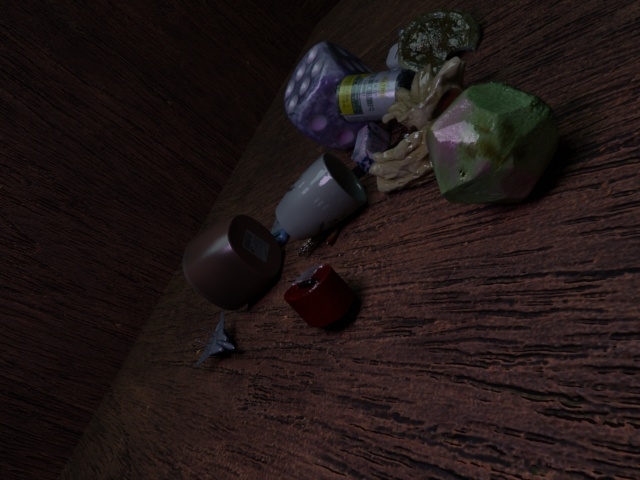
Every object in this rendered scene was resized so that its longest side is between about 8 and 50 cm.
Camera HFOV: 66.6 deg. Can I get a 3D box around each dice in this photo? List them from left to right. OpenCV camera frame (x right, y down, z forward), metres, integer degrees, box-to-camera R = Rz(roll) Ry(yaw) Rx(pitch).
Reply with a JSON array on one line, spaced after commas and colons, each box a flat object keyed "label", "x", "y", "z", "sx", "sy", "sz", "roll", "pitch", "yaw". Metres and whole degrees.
[{"label": "dice", "x": 0.047, "y": -0.501, "z": 1.704, "sx": 0.270, "sy": 0.272, "sz": 0.270, "roll": -49, "pitch": 35, "yaw": 30}]

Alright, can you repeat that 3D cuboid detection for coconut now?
[{"label": "coconut", "x": 0.303, "y": -0.169, "z": 0.902, "sx": 0.235, "sy": 0.236, "sz": 0.204, "roll": -56, "pitch": 10, "yaw": 0}]

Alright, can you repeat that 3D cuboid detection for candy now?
[{"label": "candy", "x": 0.155, "y": -0.285, "z": 1.494, "sx": 0.073, "sy": 0.092, "sz": 0.160, "roll": -36, "pitch": 29, "yaw": 42}]

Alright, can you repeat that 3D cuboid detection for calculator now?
[{"label": "calculator", "x": -0.143, "y": -0.051, "z": 1.838, "sx": 0.121, "sy": 0.039, "sz": 0.210, "roll": -29, "pitch": 35, "yaw": 50}]

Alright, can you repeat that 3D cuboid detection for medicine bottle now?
[{"label": "medicine bottle", "x": 0.196, "y": -0.424, "z": 1.430, "sx": 0.294, "sy": 0.141, "sz": 0.141, "roll": 6, "pitch": 61, "yaw": 33}]

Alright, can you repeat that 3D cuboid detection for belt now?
[{"label": "belt", "x": 0.001, "y": 0.143, "z": 1.195, "sx": 0.128, "sy": 0.124, "sz": 0.201, "roll": -46, "pitch": 13, "yaw": -21}]

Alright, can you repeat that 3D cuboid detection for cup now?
[{"label": "cup", "x": 0.006, "y": -0.125, "z": 1.476, "sx": 0.234, "sy": 0.186, "sz": 0.258, "roll": -39, "pitch": -3, "yaw": 26}]

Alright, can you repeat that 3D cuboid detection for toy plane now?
[{"label": "toy plane", "x": -0.323, "y": 0.346, "z": 1.621, "sx": 0.267, "sy": 0.088, "sz": 0.212, "roll": -1, "pitch": 59, "yaw": 53}, {"label": "toy plane", "x": 0.296, "y": -0.603, "z": 1.604, "sx": 0.252, "sy": 0.118, "sz": 0.251, "roll": -166, "pitch": 90, "yaw": -69}]

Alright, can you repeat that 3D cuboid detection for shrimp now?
[{"label": "shrimp", "x": 0.001, "y": 0.001, "z": 1.492, "sx": 0.178, "sy": 0.034, "sz": 0.124, "roll": -44, "pitch": 26, "yaw": 3}]

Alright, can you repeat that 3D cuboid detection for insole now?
[{"label": "insole", "x": 0.095, "y": -0.210, "z": 1.623, "sx": 0.232, "sy": 0.003, "sz": 0.080, "roll": -23, "pitch": 40, "yaw": 53}]

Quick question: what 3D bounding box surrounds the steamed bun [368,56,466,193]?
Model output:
[{"label": "steamed bun", "x": 0.269, "y": -0.292, "z": 1.175, "sx": 0.428, "sy": 0.189, "sz": 0.247, "roll": -19, "pitch": 35, "yaw": 56}]

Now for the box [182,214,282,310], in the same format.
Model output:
[{"label": "box", "x": -0.290, "y": 0.061, "z": 1.666, "sx": 0.216, "sy": 0.301, "sz": 0.300, "roll": -36, "pitch": 30, "yaw": 31}]

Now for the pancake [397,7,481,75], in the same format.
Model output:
[{"label": "pancake", "x": 0.342, "y": -0.593, "z": 1.446, "sx": 0.254, "sy": 0.037, "sz": 0.253, "roll": -10, "pitch": 66, "yaw": 23}]
